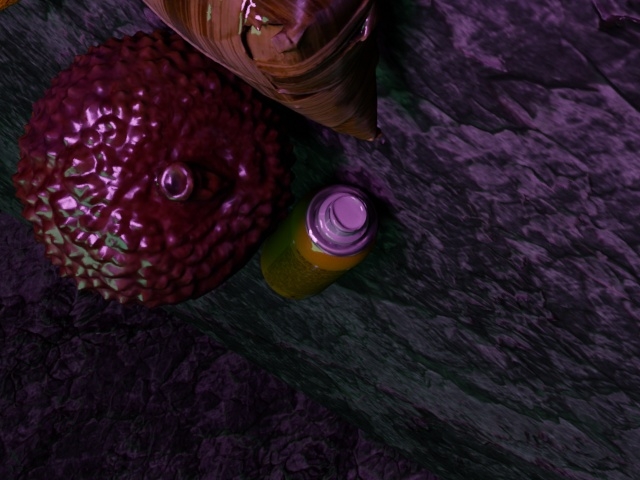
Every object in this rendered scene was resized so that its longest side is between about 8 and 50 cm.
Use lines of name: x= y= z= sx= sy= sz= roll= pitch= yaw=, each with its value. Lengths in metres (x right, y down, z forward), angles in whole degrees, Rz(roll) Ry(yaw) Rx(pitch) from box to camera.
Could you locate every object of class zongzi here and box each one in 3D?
zongzi: x=-0.064 y=-0.206 z=1.175 sx=0.286 sy=0.134 sz=0.288 roll=38 pitch=175 yaw=21

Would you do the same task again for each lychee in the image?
lychee: x=-0.180 y=-0.080 z=1.478 sx=0.306 sy=0.306 sz=0.330 roll=44 pitch=170 yaw=-26

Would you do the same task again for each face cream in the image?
face cream: x=0.000 y=0.000 z=1.690 sx=0.105 sy=0.105 sz=0.349 roll=37 pitch=166 yaw=-2

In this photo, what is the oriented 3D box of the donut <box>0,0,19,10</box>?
donut: x=-0.408 y=-0.361 z=1.524 sx=0.253 sy=0.118 sz=0.253 roll=41 pitch=156 yaw=22
